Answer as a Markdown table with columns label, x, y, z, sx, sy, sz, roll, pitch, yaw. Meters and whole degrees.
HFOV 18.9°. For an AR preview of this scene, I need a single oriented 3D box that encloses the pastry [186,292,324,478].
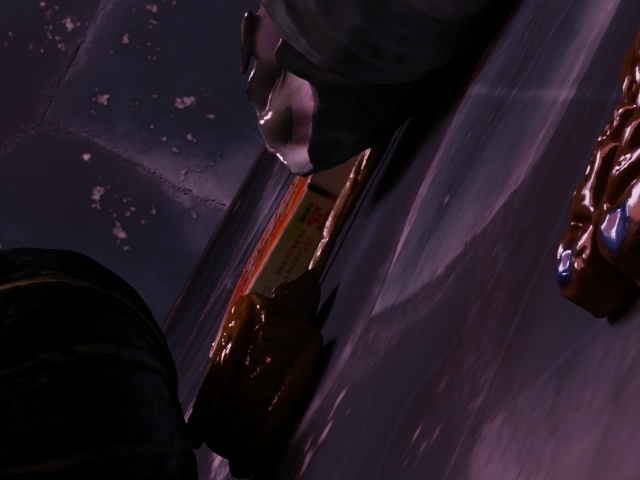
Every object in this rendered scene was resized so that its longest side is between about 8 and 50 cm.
| label | x | y | z | sx | sy | sz | roll | pitch | yaw |
| --- | --- | --- | --- | --- | --- | --- | --- | --- | --- |
| pastry | -0.040 | 0.081 | 1.087 | 0.097 | 0.057 | 0.109 | -60 | 4 | 31 |

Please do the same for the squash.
| label | x | y | z | sx | sy | sz | roll | pitch | yaw |
| --- | --- | --- | --- | --- | --- | --- | --- | --- | --- |
| squash | -0.153 | 0.131 | 1.041 | 0.252 | 0.165 | 0.252 | 174 | 90 | -79 |

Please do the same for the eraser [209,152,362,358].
| label | x | y | z | sx | sy | sz | roll | pitch | yaw |
| --- | --- | --- | --- | --- | --- | --- | --- | --- | --- |
| eraser | -0.007 | -0.027 | 1.455 | 0.230 | 0.038 | 0.157 | -59 | 5 | 31 |

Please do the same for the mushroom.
| label | x | y | z | sx | sy | sz | roll | pitch | yaw |
| --- | --- | --- | --- | --- | --- | --- | --- | --- | --- |
| mushroom | 0.005 | 0.002 | 1.303 | 0.026 | 0.028 | 0.286 | 36 | -98 | -52 |

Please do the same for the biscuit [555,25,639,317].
| label | x | y | z | sx | sy | sz | roll | pitch | yaw |
| --- | --- | --- | --- | --- | --- | --- | --- | --- | --- |
| biscuit | 0.111 | -0.062 | 0.544 | 0.175 | 0.026 | 0.124 | -63 | 5 | -23 |

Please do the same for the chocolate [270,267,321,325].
| label | x | y | z | sx | sy | sz | roll | pitch | yaw |
| --- | --- | --- | --- | --- | --- | --- | --- | --- | --- |
| chocolate | -0.027 | 0.064 | 1.203 | 0.100 | 0.031 | 0.064 | -55 | -11 | 23 |

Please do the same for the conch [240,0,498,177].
| label | x | y | z | sx | sy | sz | roll | pitch | yaw |
| --- | --- | --- | --- | --- | --- | --- | --- | --- | --- |
| conch | 0.027 | -0.160 | 1.182 | 0.277 | 0.195 | 0.220 | -8 | 71 | 55 |
